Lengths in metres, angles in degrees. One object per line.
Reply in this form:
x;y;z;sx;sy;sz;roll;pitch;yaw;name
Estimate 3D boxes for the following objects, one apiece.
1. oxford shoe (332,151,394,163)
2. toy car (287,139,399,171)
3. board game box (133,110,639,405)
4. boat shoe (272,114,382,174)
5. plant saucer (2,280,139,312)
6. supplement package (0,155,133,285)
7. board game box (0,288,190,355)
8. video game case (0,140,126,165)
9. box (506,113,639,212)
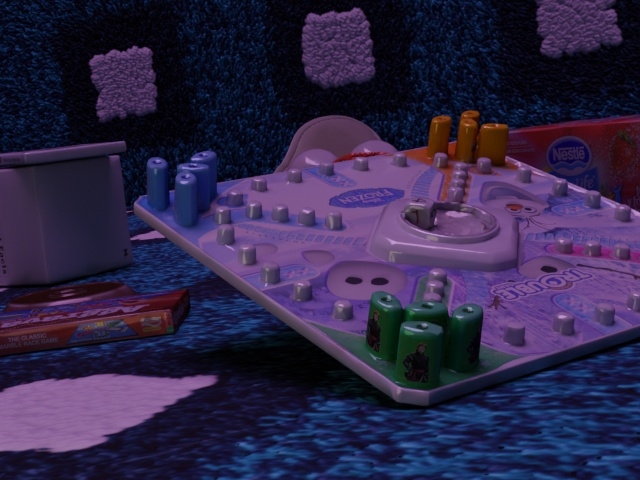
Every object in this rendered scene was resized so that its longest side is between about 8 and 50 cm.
0.123;-0.016;1.215;0.271;0.097;0.098;23;-5;29;oxford shoe
0.038;-0.028;1.485;0.182;0.159;0.136;-10;43;-22;toy car
0.105;-0.016;0.972;0.390;0.050;0.390;-12;27;-33;board game box
-0.009;-0.074;1.741;0.127;0.113;0.340;29;36;1;boat shoe
-0.289;0.072;1.365;0.168;0.029;0.168;-7;5;1;plant saucer
-0.458;-0.028;1.826;0.293;0.175;0.177;-3;7;36;supplement package
-0.280;0.088;1.208;0.281;0.027;0.145;-7;7;1;board game box
-0.387;-0.128;1.747;0.157;0.019;0.143;-11;9;-34;video game case
0.338;-0.068;1.339;0.154;0.142;0.300;-10;6;-29;box
